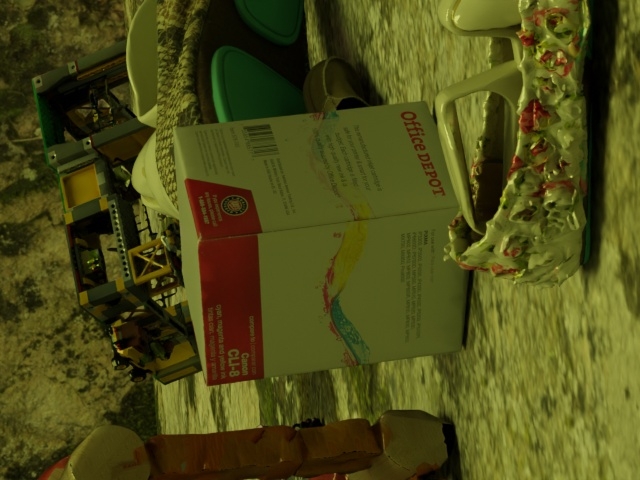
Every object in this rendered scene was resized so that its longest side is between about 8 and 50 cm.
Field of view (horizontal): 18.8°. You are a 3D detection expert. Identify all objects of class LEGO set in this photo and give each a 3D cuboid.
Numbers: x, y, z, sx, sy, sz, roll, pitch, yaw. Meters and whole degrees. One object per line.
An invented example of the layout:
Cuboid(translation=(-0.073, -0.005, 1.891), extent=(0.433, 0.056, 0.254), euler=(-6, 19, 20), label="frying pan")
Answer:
Cuboid(translation=(-0.118, -0.044, 1.778), extent=(0.255, 0.192, 0.331), euler=(52, -159, -52), label="LEGO set")

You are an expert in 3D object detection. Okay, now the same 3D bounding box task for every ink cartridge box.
Cuboid(translation=(0.000, 0.000, 1.267), extent=(0.128, 0.176, 0.127), euler=(-107, 12, -52), label="ink cartridge box")

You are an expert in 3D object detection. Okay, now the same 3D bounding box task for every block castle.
Cuboid(translation=(-0.037, 0.348, 1.313), extent=(0.213, 0.303, 0.453), euler=(123, 140, -65), label="block castle")

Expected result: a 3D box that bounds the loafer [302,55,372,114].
Cuboid(translation=(0.020, -0.093, 1.469), extent=(0.056, 0.050, 0.148), euler=(40, -149, -31), label="loafer")

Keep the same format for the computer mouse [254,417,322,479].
Cuboid(translation=(-0.026, 0.219, 1.940), extent=(0.193, 0.042, 0.106), euler=(-169, 70, -74), label="computer mouse")

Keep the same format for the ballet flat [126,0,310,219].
Cuboid(translation=(-0.083, -0.128, 1.589), extent=(0.182, 0.164, 0.482), euler=(-34, 44, 30), label="ballet flat")

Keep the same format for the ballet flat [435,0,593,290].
Cuboid(translation=(0.096, -0.087, 0.954), extent=(0.091, 0.077, 0.241), euler=(-122, 29, -71), label="ballet flat")
